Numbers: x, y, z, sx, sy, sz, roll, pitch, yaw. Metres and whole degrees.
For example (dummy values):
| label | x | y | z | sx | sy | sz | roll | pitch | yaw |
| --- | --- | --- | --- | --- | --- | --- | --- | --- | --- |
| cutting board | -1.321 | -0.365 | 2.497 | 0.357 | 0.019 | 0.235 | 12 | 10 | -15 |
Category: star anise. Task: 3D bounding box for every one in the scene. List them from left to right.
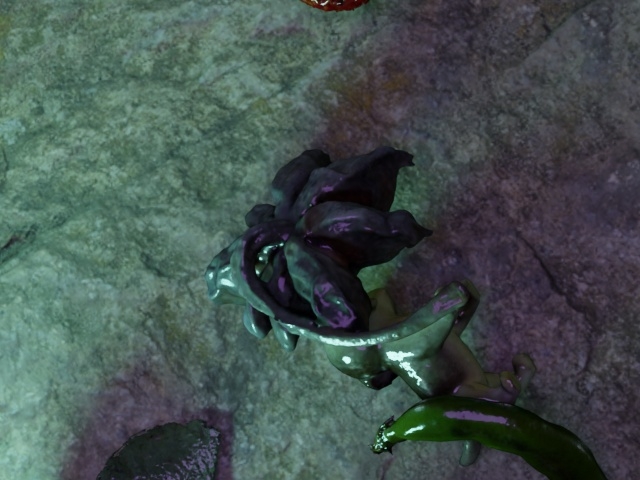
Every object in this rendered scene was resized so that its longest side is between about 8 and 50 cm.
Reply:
| label | x | y | z | sx | sy | sz | roll | pitch | yaw |
| --- | --- | --- | --- | --- | --- | --- | --- | --- | --- |
| star anise | 0.000 | 0.000 | 1.497 | 0.359 | 0.139 | 0.315 | -24 | 48 | 31 |

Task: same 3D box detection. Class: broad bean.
| label | x | y | z | sx | sy | sz | roll | pitch | yaw |
| --- | --- | --- | --- | --- | --- | --- | --- | --- | --- |
| broad bean | 0.205 | 0.233 | 1.490 | 0.292 | 0.049 | 0.144 | 20 | 134 | -1 |

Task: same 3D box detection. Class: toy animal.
| label | x | y | z | sx | sy | sz | roll | pitch | yaw |
| --- | --- | --- | --- | --- | --- | --- | --- | --- | --- |
| toy animal | 0.124 | 0.126 | 1.539 | 0.233 | 0.121 | 0.168 | 41 | 112 | 3 |

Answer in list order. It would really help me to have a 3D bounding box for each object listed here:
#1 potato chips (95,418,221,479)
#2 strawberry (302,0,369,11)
| label | x | y | z | sx | sy | sz | roll | pitch | yaw |
| --- | --- | --- | --- | --- | --- | --- | --- | --- | --- |
| potato chips | -0.190 | 0.328 | 1.613 | 0.167 | 0.059 | 0.228 | -4 | 80 | -18 |
| strawberry | 0.021 | -0.334 | 1.604 | 0.145 | 0.086 | 0.145 | -1 | 85 | 14 |
